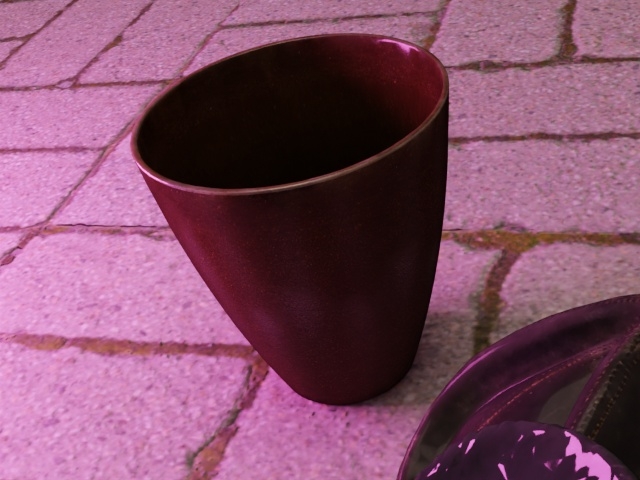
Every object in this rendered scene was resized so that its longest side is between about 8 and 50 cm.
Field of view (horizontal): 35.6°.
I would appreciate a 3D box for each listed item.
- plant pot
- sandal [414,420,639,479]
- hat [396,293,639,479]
[{"bbox_3d":[0.000,0.000,0.728,0.216,0.230,0.215,-9,35,6],"label":"plant pot"},{"bbox_3d":[-0.045,0.238,0.316,0.445,0.107,0.168,-56,28,-16],"label":"sandal"},{"bbox_3d":[0.132,0.113,0.487,0.331,0.134,0.331,-36,15,11],"label":"hat"}]
